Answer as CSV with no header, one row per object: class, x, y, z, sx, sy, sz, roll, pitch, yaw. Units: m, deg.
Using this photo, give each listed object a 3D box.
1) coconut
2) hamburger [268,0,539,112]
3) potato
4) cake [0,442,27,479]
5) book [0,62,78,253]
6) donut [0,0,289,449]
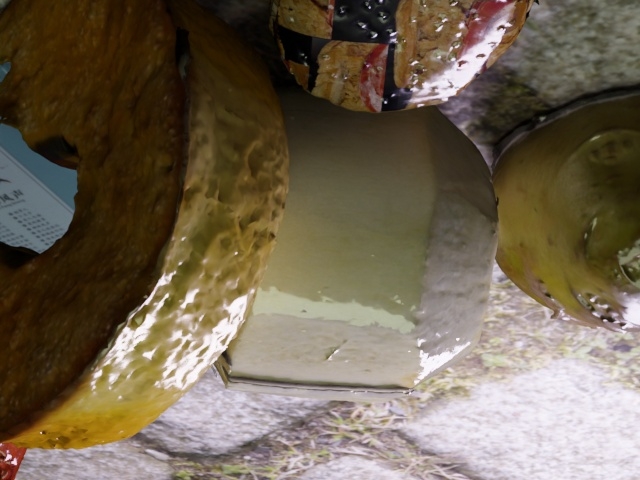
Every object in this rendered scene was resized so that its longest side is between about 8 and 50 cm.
coconut,0.000,0.000,1.560,0.322,0.323,0.323,3,145,2
hamburger,0.069,-0.200,1.357,0.230,0.107,0.231,5,140,4
potato,0.285,0.004,1.633,0.246,0.196,0.299,23,142,-23
cake,-0.448,0.241,2.083,0.177,0.151,0.283,23,142,-6
book,-0.314,-0.043,1.759,0.264,0.031,0.379,-16,140,25
donut,-0.177,-0.012,1.441,0.163,0.435,0.377,19,176,-38
